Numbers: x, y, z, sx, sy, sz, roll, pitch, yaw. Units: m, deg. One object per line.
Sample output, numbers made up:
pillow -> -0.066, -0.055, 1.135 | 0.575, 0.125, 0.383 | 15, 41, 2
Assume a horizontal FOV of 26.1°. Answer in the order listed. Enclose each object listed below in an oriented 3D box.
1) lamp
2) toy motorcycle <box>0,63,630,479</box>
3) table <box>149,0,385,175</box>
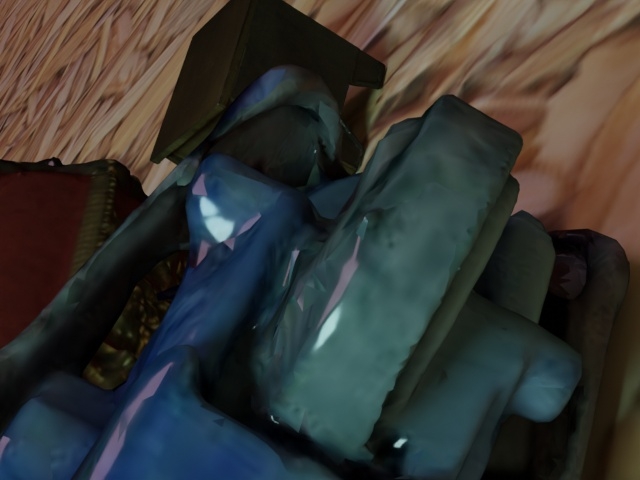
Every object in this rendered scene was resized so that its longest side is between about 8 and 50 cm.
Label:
lamp -> -0.140, 0.076, 0.658 | 0.177, 0.177, 0.274 | -47, 26, 32
toy motorcycle -> -0.018, 0.115, 0.410 | 0.182, 0.241, 0.319 | 25, 77, 28
table -> -0.025, -0.068, 0.699 | 0.070, 0.082, 0.083 | -32, 36, 50
